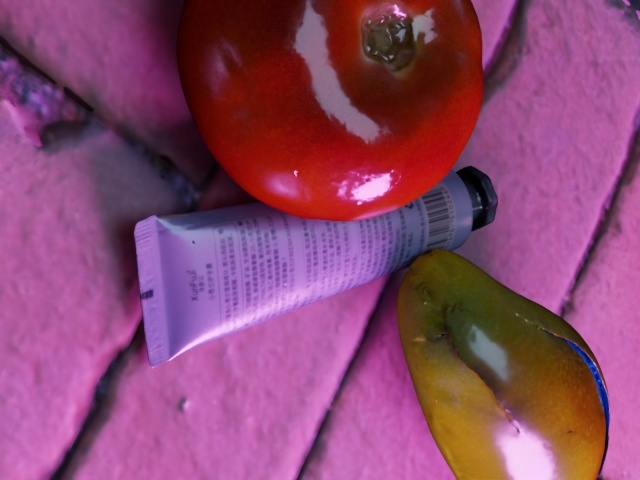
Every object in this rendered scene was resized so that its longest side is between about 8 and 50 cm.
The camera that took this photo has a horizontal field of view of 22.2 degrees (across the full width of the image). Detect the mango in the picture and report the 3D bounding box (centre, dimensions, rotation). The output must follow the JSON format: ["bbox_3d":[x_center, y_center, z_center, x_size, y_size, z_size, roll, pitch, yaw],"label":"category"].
[{"bbox_3d":[0.124,0.097,1.090,0.233,0.111,0.125,60,36,-29],"label":"mango"}]

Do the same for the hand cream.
[{"bbox_3d":[0.000,0.000,1.023,0.271,0.058,0.091,-17,113,-35],"label":"hand cream"}]

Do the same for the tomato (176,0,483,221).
[{"bbox_3d":[0.005,-0.107,0.956,0.195,0.136,0.195,2,87,-34],"label":"tomato"}]
